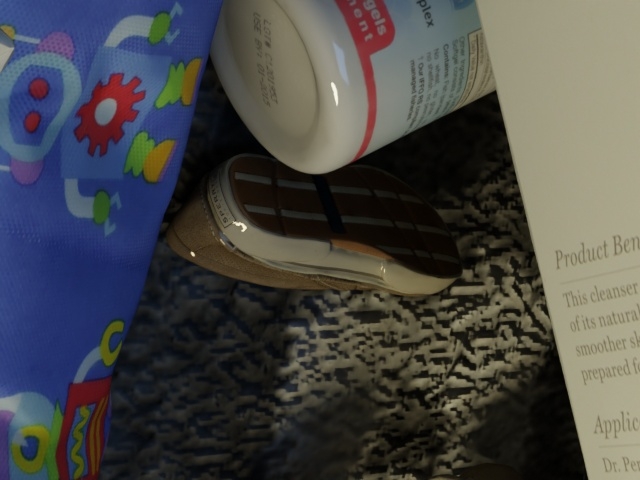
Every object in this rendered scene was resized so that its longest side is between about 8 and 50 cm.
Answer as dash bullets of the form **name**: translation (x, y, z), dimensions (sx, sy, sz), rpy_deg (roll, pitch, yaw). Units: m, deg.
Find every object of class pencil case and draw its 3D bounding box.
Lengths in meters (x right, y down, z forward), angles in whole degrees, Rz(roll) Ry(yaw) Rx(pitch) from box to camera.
- **pencil case**: translation (-0.094, -0.064, 0.494), dimensions (0.133, 0.119, 0.306), rpy_deg (-7, 115, -60)

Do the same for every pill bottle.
- **pill bottle**: translation (0.044, -0.093, 0.611), dimensions (0.160, 0.087, 0.087), rpy_deg (-28, 125, -26)

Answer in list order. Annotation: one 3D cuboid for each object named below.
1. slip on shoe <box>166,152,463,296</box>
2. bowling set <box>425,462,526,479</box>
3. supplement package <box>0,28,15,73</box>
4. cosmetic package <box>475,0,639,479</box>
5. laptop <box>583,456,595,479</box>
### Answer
- **slip on shoe**: translation (0.000, 0.000, 0.654), dimensions (0.041, 0.051, 0.135), rpy_deg (-36, 153, 34)
- **bowling set**: translation (0.105, 0.194, 0.726), dimensions (0.287, 0.200, 0.154), rpy_deg (-5, 112, -41)
- **supplement package**: translation (-0.208, -0.009, 0.377), dimensions (0.149, 0.203, 0.194), rpy_deg (22, 97, -42)
- **cosmetic package**: translation (0.159, -0.114, 0.505), dimensions (0.156, 0.217, 0.385), rpy_deg (-9, 87, -34)
- **laptop**: translation (0.275, 0.141, 0.677), dimensions (0.236, 0.408, 0.382), rpy_deg (107, -4, -62)
